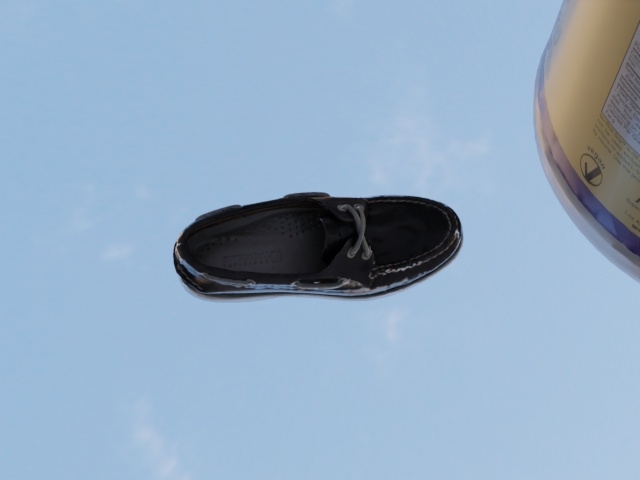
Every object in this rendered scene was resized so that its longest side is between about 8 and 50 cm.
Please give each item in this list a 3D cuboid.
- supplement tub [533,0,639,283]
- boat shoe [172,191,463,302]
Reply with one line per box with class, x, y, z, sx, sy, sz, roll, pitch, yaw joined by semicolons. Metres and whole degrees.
supplement tub;0.249;-0.136;0.782;0.241;0.331;0.241;4;-125;-6
boat shoe;0.000;0.000;0.696;0.125;0.038;0.046;-3;-107;-3
